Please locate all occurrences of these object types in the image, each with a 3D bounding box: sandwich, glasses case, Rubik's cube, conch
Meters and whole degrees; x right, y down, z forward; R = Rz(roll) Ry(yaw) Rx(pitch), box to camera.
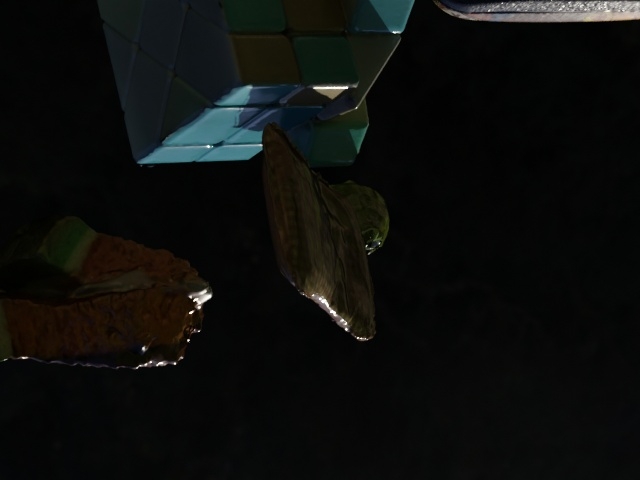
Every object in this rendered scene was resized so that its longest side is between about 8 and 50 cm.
[{"bbox_3d":[-0.266,0.053,2.107,0.301,0.162,0.250,-1,-174,2],"label":"sandwich"},{"bbox_3d":[0.272,-0.304,2.129,0.321,0.122,0.082,-1,163,-4],"label":"glasses case"},{"bbox_3d":[-0.051,-0.166,1.635,0.213,0.224,0.265,-5,166,-37],"label":"Rubik's cube"},{"bbox_3d":[0.018,-0.010,1.667,0.089,0.074,0.121,-21,-163,-5],"label":"conch"}]

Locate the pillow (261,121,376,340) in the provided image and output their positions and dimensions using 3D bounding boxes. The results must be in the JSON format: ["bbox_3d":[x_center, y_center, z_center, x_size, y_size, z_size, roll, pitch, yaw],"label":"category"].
[{"bbox_3d":[0.000,-0.003,1.486,0.034,0.135,0.211,-17,161,13],"label":"pillow"}]
